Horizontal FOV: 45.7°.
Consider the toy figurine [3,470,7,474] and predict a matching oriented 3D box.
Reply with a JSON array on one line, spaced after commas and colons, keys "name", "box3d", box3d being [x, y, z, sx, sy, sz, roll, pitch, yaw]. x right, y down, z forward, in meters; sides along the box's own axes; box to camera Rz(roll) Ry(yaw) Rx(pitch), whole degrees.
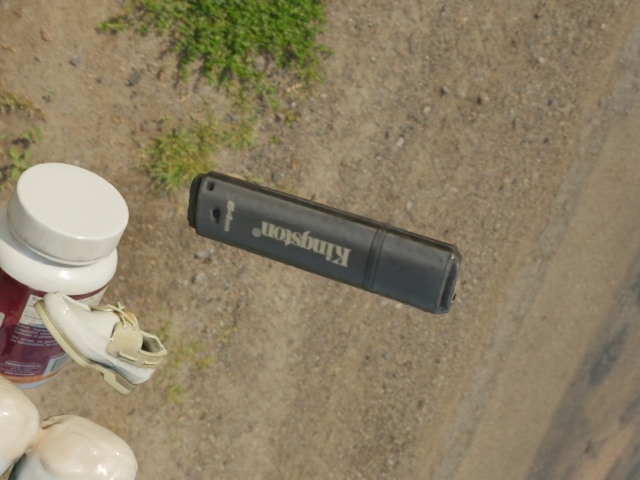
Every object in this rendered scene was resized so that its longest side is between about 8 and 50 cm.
[{"name": "toy figurine", "box3d": [-0.602, 0.317, 1.195, 0.210, 0.148, 0.213, -24, 102, 13]}]

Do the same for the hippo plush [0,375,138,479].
[{"name": "hippo plush", "box3d": [-0.253, 0.224, 0.430, 0.294, 0.236, 0.234, -17, 113, -1]}]

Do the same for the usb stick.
[{"name": "usb stick", "box3d": [0.000, 0.000, 0.736, 0.045, 0.278, 0.077, -52, 156, -53]}]

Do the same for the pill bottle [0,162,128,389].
[{"name": "pill bottle", "box3d": [-0.503, 0.068, 1.361, 0.224, 0.224, 0.392, 1, 135, -43]}]

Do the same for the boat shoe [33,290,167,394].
[{"name": "boat shoe", "box3d": [-0.344, 0.147, 1.214, 0.103, 0.113, 0.302, -36, 152, -7]}]
